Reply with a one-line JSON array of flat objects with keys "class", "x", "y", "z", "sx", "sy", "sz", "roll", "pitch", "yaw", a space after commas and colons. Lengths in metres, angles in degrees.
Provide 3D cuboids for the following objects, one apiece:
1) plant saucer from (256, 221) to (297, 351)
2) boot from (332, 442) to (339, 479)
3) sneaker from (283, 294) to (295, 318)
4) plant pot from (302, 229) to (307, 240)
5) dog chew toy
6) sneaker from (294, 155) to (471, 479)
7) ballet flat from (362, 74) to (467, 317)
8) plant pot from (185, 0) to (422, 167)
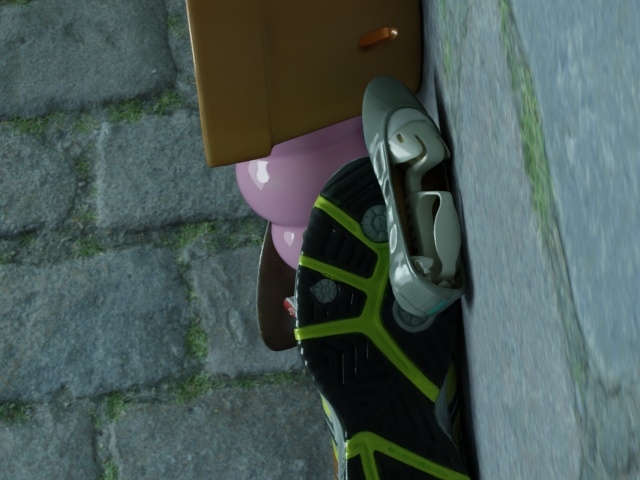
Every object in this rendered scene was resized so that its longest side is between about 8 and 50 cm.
[{"class": "plant saucer", "x": 0.000, "y": 0.000, "z": 2.082, "sx": 0.310, "sy": 0.050, "sz": 0.310, "roll": 14, "pitch": -90, "yaw": -72}, {"class": "boot", "x": 0.050, "y": 0.346, "z": 2.268, "sx": 0.220, "sy": 0.109, "sz": 0.283, "roll": -103, "pitch": 10, "yaw": -61}, {"class": "sneaker", "x": 0.055, "y": 0.105, "z": 2.014, "sx": 0.087, "sy": 0.128, "sz": 0.221, "roll": 52, "pitch": -179, "yaw": 37}, {"class": "plant pot", "x": 0.048, "y": 0.045, "z": 1.790, "sx": 0.096, "sy": 0.109, "sz": 0.109, "roll": 61, "pitch": -161, "yaw": -64}, {"class": "dog chew toy", "x": -0.017, "y": -0.108, "z": 1.854, "sx": 0.206, "sy": 0.207, "sz": 0.331, "roll": -103, "pitch": 0, "yaw": -69}, {"class": "sneaker", "x": 0.051, "y": 0.118, "z": 1.400, "sx": 0.147, "sy": 0.145, "sz": 0.384, "roll": -136, "pitch": 41, "yaw": -85}, {"class": "ballet flat", "x": 0.084, "y": -0.045, "z": 1.303, "sx": 0.068, "sy": 0.072, "sz": 0.213, "roll": -34, "pitch": 60, "yaw": 56}, {"class": "plant pot", "x": -0.020, "y": -0.220, "z": 1.473, "sx": 0.291, "sy": 0.204, "sz": 0.290, "roll": 175, "pitch": 90, "yaw": -87}]
